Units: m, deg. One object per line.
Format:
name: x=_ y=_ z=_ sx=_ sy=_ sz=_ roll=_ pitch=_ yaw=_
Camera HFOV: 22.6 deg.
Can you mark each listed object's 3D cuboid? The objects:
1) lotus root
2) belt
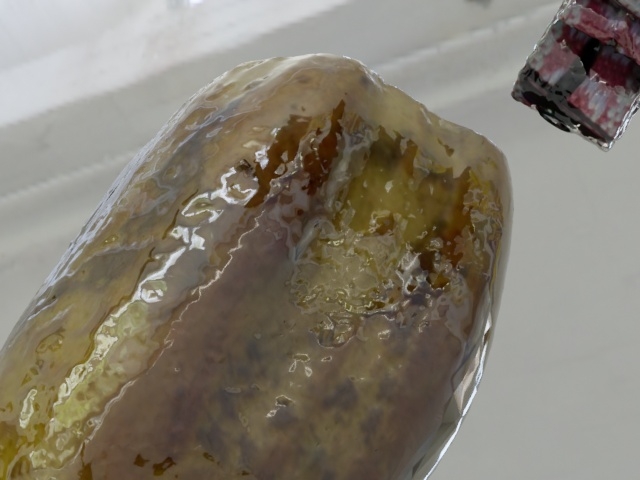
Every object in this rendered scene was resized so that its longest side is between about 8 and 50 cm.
lotus root: x=-0.044 y=0.064 z=0.685 sx=0.193 sy=0.291 sz=0.193 roll=29 pitch=-19 yaw=11
belt: x=0.149 y=-0.143 z=0.607 sx=0.053 sy=0.232 sz=0.071 roll=32 pitch=-8 yaw=-6
